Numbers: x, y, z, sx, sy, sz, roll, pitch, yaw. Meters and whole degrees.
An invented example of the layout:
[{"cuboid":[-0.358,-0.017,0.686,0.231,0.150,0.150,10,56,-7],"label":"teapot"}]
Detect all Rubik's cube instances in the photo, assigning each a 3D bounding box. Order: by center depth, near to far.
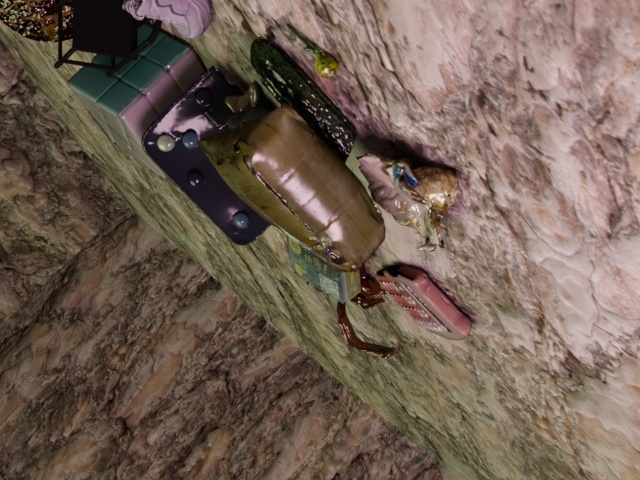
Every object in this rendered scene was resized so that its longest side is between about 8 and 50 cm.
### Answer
[{"cuboid":[-0.380,-0.319,2.020,0.231,0.225,0.221,33,163,37],"label":"Rubik's cube"}]

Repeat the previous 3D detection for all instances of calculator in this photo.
[{"cuboid":[0.225,0.136,2.037,0.220,0.048,0.329,45,169,-8],"label":"calculator"}]

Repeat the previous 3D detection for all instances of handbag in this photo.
[{"cuboid":[-0.177,-0.182,1.862,0.325,0.269,0.118,45,-172,-7],"label":"handbag"}]

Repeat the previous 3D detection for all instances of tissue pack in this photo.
[{"cuboid":[0.000,0.000,2.040,0.185,0.081,0.257,32,144,36],"label":"tissue pack"}]

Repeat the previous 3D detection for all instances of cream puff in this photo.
[{"cuboid":[-0.586,-0.539,1.938,0.165,0.239,0.239,41,168,46],"label":"cream puff"}]

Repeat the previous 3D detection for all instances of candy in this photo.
[{"cuboid":[-0.017,-0.308,1.452,0.123,0.035,0.035,49,164,15],"label":"candy"}]

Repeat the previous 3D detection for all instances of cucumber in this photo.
[{"cuboid":[-0.032,-0.243,1.578,0.265,0.077,0.077,46,166,-12],"label":"cucumber"}]

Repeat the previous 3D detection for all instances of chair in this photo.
[{"cuboid":[-0.427,-0.432,1.797,0.141,0.155,0.260,3,171,-33],"label":"chair"}]

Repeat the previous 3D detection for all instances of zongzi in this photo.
[{"cuboid":[-0.067,-0.084,1.631,0.323,0.160,0.360,51,159,-20],"label":"zongzi"}]

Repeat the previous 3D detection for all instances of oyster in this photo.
[{"cuboid":[0.146,-0.085,1.530,0.223,0.083,0.214,44,164,24],"label":"oyster"}]

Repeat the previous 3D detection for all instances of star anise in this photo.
[{"cuboid":[0.079,0.140,2.236,0.346,0.148,0.237,57,170,3],"label":"star anise"}]

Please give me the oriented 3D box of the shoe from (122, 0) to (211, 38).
[{"cuboid":[-0.287,-0.433,1.614,0.095,0.137,0.245,41,166,30],"label":"shoe"}]
